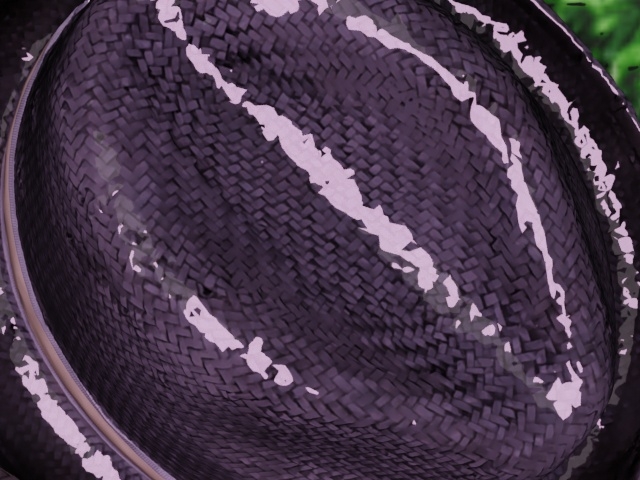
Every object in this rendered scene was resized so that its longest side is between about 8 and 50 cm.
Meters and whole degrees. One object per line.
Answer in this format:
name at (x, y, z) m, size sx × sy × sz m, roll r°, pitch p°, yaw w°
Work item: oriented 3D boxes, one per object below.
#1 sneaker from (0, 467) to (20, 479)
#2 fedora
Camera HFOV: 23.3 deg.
sneaker at (-0.107, 0.197, 0.587) m, size 0.330 × 0.147 × 0.130 m, roll 31°, pitch 47°, yaw 6°
fedora at (0.000, 0.000, 0.577) m, size 0.334 × 0.152 × 0.334 m, roll 1°, pitch 84°, yaw -6°
